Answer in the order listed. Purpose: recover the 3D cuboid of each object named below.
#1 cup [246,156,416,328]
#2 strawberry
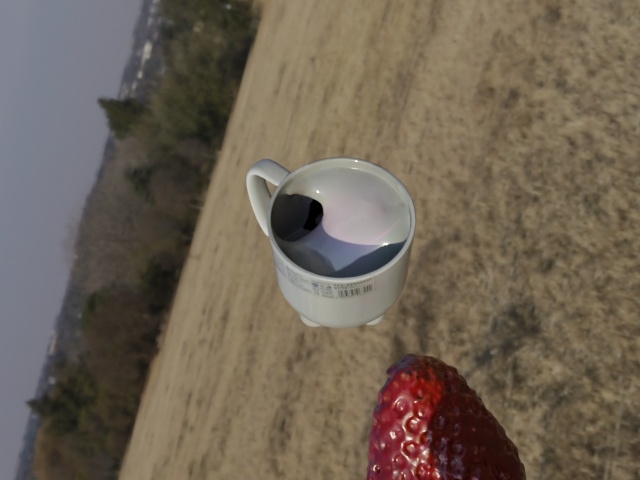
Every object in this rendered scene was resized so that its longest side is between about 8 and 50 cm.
[{"bbox_3d":[0.000,0.011,0.904,0.142,0.173,0.134,88,-165,-59],"label":"cup"},{"bbox_3d":[0.133,0.250,1.127,0.205,0.205,0.245,-111,1,-74],"label":"strawberry"}]
